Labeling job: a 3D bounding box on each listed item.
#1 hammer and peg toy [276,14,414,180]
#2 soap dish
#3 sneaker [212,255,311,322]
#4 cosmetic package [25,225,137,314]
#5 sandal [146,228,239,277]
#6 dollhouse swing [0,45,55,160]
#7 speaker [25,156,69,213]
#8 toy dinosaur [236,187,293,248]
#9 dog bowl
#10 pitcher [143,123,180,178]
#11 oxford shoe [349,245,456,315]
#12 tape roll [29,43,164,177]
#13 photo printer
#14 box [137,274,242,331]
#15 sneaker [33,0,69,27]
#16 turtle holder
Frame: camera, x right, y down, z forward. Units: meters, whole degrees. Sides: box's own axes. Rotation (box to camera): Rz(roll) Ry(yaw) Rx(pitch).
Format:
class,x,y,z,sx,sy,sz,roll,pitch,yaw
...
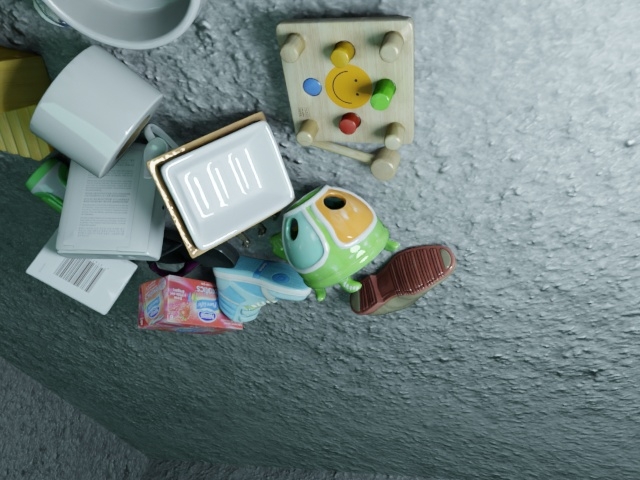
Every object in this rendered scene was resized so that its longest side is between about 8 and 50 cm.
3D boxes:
class,x,y,z,sx,sy,sz,roll,pitch,yaw
hammer and peg toy,0.055,-0.263,1.008,0.266,0.127,0.361,6,136,15
soap dish,-0.219,-0.130,1.128,0.118,0.291,0.228,15,131,55
sneaker,-0.176,0.172,1.525,0.319,0.127,0.208,14,118,21
cosmetic package,-0.699,0.090,1.511,0.230,0.161,0.453,34,164,-16
sandal,-0.431,0.047,1.484,0.446,0.107,0.167,-1,145,42
dollhouse swing,-0.875,-0.322,1.205,0.347,0.315,0.304,16,118,5
speaker,-0.699,-0.106,1.470,0.131,0.131,0.296,-26,121,39
toy dinosaur,-0.211,-0.075,1.319,0.314,0.121,0.160,-15,141,38
dog bowl,-0.357,-0.495,0.875,0.349,0.102,0.348,2,146,1
pitcher,-0.340,-0.190,1.234,0.126,0.177,0.207,-32,150,22
oxford shoe,0.240,0.114,1.373,0.130,0.122,0.348,18,145,-39
tape roll,-0.490,-0.283,1.113,0.169,0.246,0.246,36,136,-18
photo printer,-0.518,-0.105,1.274,0.256,0.307,0.107,1,165,4
box,-0.405,0.212,1.583,0.154,0.142,0.300,-16,158,34
sneaker,-0.578,-0.514,1.049,0.058,0.052,0.135,-21,125,32
turtle holder,0.016,-0.011,1.246,0.227,0.243,0.320,53,171,-12
